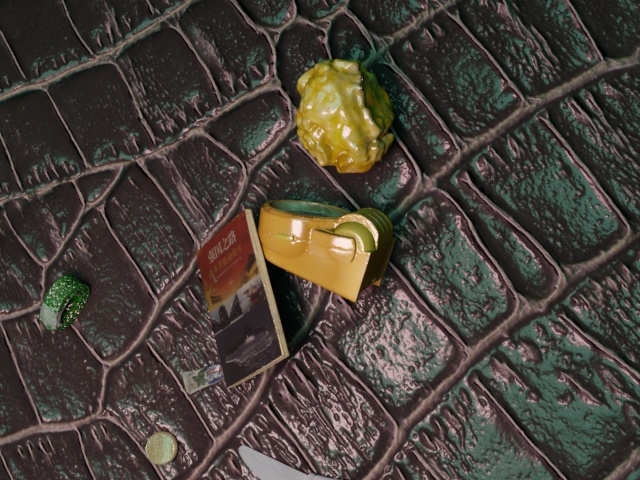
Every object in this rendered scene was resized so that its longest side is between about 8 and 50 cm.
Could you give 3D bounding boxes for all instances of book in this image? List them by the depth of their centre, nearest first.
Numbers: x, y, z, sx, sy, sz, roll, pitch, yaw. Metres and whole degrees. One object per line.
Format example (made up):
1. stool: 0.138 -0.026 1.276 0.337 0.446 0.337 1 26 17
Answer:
1. book: -0.200 0.146 1.680 0.262 0.028 0.374 -37 63 44

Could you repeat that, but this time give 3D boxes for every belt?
1. belt: -0.692 0.164 1.834 0.079 0.121 0.151 28 92 13

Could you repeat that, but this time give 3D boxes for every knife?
1. knife: -0.060 0.577 1.652 0.331 0.044 0.080 14 47 17

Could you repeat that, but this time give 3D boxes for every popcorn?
1. popcorn: 0.063 -0.310 1.696 0.252 0.215 0.286 -35 111 -24

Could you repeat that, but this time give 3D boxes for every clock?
1. clock: 0.000 0.000 1.651 0.316 0.244 0.200 15 102 18

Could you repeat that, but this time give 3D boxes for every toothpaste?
1. toothpaste: -0.244 0.331 1.749 0.233 0.038 0.060 -20 69 10

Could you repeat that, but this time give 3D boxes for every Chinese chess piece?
1. Chinese chess piece: -0.403 0.529 1.753 0.084 0.034 0.084 -2 78 10
